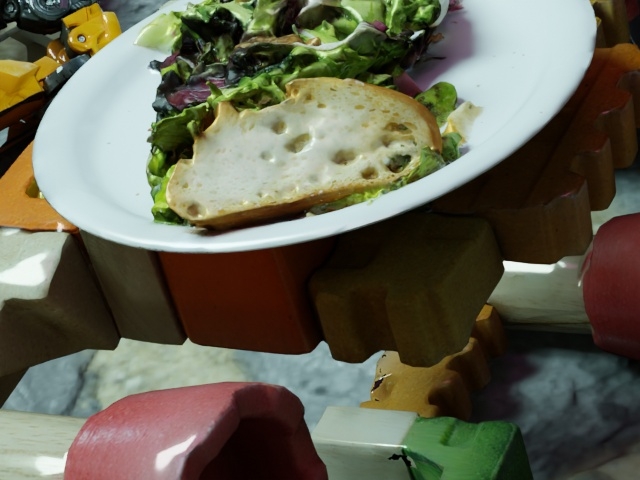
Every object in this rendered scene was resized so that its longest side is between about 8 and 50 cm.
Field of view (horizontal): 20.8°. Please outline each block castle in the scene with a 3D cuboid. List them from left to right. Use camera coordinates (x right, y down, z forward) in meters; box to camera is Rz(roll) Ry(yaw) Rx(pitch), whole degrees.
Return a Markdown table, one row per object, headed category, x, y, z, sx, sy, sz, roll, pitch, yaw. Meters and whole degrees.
| category | x | y | z | sx | sy | sz | roll | pitch | yaw |
| --- | --- | --- | --- | --- | --- | --- | --- | --- | --- |
| block castle | 0.047 | 0.050 | 0.724 | 0.213 | 0.303 | 0.453 | 2 | 39 | 31 |

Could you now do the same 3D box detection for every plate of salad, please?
| category | x | y | z | sx | sy | sz | roll | pitch | yaw |
| --- | --- | --- | --- | --- | --- | --- | --- | --- | --- |
| plate of salad | -0.007 | -0.064 | 0.596 | 0.200 | 0.048 | 0.200 | -13 | 34 | 9 |

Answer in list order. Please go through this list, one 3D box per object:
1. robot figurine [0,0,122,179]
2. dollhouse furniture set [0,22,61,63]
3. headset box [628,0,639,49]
| category | x | y | z | sx | sy | sz | roll | pitch | yaw |
| --- | --- | --- | --- | --- | --- | --- | --- | --- | --- |
| robot figurine | -0.204 | -0.044 | 1.060 | 0.291 | 0.085 | 0.211 | -32 | 82 | -32 |
| dollhouse furniture set | -0.402 | -0.185 | 1.247 | 0.355 | 0.303 | 0.174 | -24 | 59 | 29 |
| headset box | 0.101 | -0.181 | 1.084 | 0.283 | 0.131 | 0.246 | -13 | 32 | 36 |
